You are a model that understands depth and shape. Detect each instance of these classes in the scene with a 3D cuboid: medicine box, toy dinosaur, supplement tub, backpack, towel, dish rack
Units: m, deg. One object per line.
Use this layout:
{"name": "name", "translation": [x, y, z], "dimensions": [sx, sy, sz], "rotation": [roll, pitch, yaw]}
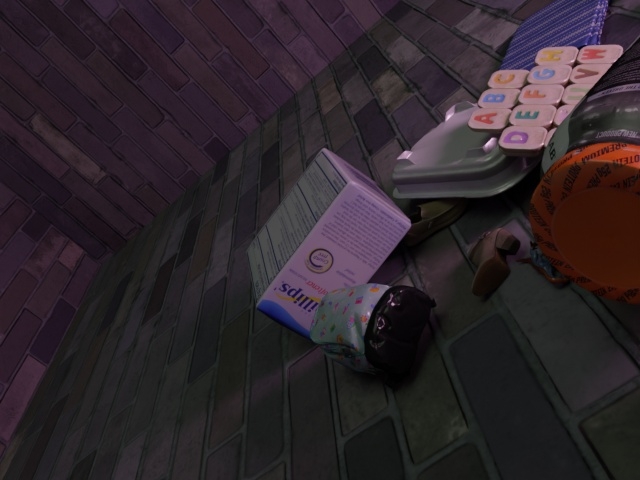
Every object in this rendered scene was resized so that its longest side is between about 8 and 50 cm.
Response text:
{"name": "medicine box", "translation": [0.000, 0.000, 1.200], "dimensions": [0.289, 0.149, 0.263], "rotation": [-53, 21, 11]}
{"name": "toy dinosaur", "translation": [0.310, 0.036, 0.846], "dimensions": [0.090, 0.047, 0.082], "rotation": [111, 172, -48]}
{"name": "supplement tub", "translation": [0.370, -0.101, 0.646], "dimensions": [0.338, 0.207, 0.207], "rotation": [-42, 19, -30]}
{"name": "backpack", "translation": [0.071, 0.134, 0.958], "dimensions": [0.182, 0.115, 0.152], "rotation": [-13, 40, 56]}
{"name": "towel", "translation": [0.498, -0.433, 1.325], "dimensions": [0.243, 0.040, 0.336], "rotation": [-21, 30, 47]}
{"name": "dish rack", "translation": [0.288, -0.189, 1.151], "dimensions": [0.285, 0.072, 0.332], "rotation": [-44, 21, -20]}

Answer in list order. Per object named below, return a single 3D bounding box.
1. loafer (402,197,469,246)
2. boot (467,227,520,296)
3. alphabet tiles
{"name": "loafer", "translation": [0.203, -0.046, 1.125], "dimensions": [0.148, 0.050, 0.056], "rotation": [-39, 23, 14]}
{"name": "boot", "translation": [0.249, 0.031, 0.938], "dimensions": [0.118, 0.042, 0.087], "rotation": [-47, 16, -8]}
{"name": "alphabet tiles", "translation": [0.395, -0.233, 1.008], "dimensions": [0.277, 0.021, 0.284], "rotation": [8, 51, 32]}
